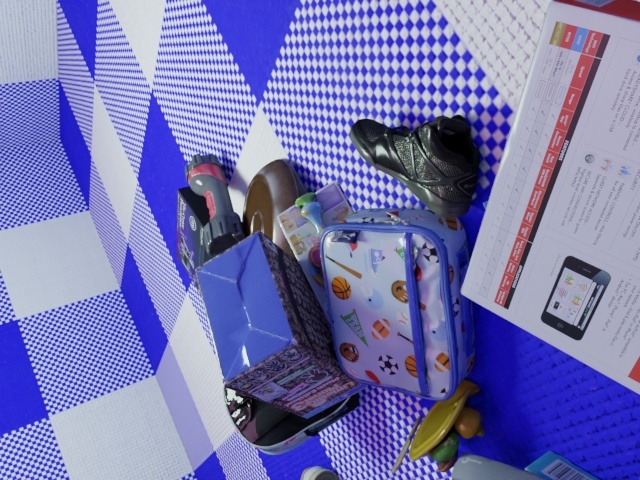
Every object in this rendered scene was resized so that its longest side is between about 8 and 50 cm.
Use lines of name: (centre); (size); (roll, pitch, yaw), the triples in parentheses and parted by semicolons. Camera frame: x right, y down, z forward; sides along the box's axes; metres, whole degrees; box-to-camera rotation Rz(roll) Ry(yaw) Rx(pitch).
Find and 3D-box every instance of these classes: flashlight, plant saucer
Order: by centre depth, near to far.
plant saucer: (-0.118, -0.021, 1.251); (0.310, 0.050, 0.311); (-178, 90, -67)
flashlight: (-0.264, -0.088, 1.409); (0.304, 0.103, 0.103); (-110, 29, -42)

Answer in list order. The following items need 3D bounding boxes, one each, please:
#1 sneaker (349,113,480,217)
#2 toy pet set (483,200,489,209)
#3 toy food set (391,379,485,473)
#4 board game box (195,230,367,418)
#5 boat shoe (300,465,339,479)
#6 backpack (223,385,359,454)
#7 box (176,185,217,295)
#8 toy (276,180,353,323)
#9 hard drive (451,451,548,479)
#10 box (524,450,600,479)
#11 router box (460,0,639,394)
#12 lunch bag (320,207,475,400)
sneaker: (0.138, -0.144, 0.829); (0.227, 0.087, 0.130); (44, 137, 35)
toy pet set: (0.270, -0.029, 0.718); (0.114, 0.065, 0.122); (-21, 90, 25)
toy food set: (0.208, 0.315, 0.941); (0.071, 0.128, 0.218); (33, 138, 6)
board game box: (-0.065, 0.162, 1.044); (0.291, 0.141, 0.232); (44, -161, -54)
boat shoe: (0.018, 0.717, 1.445); (0.103, 0.113, 0.302); (-19, 78, 61)
backpack: (-0.071, 0.326, 1.239); (0.225, 0.253, 0.191); (54, 170, 27)
box: (-0.329, -0.003, 1.641); (0.184, 0.103, 0.261); (46, 141, 33)
toy: (0.017, 0.015, 1.055); (0.237, 0.136, 0.056); (63, -169, 20)
hard drive: (0.284, 0.399, 0.774); (0.254, 0.054, 0.172); (-2, 103, 59)
box: (0.342, 0.430, 0.811); (0.100, 0.060, 0.244); (23, 124, 53)
router box: (0.315, -0.020, 0.537); (0.301, 0.082, 0.336); (31, 131, 30)
lunch bag: (0.126, 0.092, 0.909); (0.243, 0.115, 0.303); (6, 113, 39)
